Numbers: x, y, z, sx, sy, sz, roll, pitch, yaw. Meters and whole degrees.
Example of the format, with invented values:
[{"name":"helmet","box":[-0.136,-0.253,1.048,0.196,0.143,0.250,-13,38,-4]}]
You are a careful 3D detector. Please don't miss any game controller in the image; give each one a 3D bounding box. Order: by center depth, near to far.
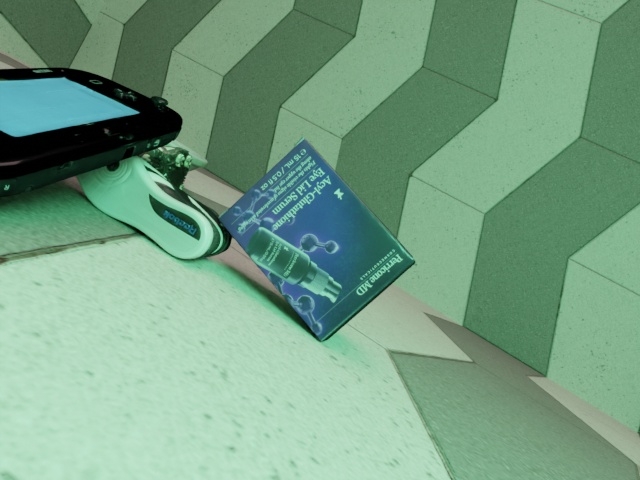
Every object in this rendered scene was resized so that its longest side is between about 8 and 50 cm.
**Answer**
[{"name":"game controller","box":[-0.274,-0.124,0.447,0.166,0.067,0.319,33,25,-1]}]

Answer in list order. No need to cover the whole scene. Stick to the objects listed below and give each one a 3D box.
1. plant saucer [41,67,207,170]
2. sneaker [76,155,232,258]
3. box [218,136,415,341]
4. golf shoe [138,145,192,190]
[{"name":"plant saucer","box":[-0.468,-0.249,1.072,0.401,0.100,0.400,30,3,-2]},{"name":"sneaker","box":[-0.213,-0.046,0.597,0.217,0.079,0.121,39,2,10]},{"name":"box","box":[0.000,0.000,0.592,0.207,0.153,0.108,48,6,9]},{"name":"golf shoe","box":[-0.306,-0.132,0.776,0.120,0.105,0.273,23,3,3]}]
